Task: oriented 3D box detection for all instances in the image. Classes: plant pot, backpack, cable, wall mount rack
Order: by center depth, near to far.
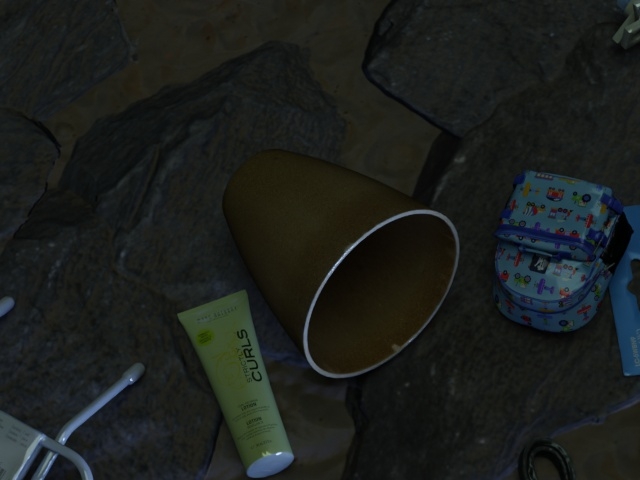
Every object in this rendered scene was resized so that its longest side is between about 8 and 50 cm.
[{"bbox_3d":[0.284,0.360,1.620,0.140,0.072,0.287,7,64,1],"label":"cable"},{"bbox_3d":[-0.388,0.217,1.712,0.350,0.130,0.304,25,72,15],"label":"wall mount rack"},{"bbox_3d":[0.000,0.000,1.752,0.237,0.237,0.254,-38,52,-14],"label":"plant pot"},{"bbox_3d":[0.284,0.018,1.758,0.158,0.117,0.173,18,73,27],"label":"backpack"}]

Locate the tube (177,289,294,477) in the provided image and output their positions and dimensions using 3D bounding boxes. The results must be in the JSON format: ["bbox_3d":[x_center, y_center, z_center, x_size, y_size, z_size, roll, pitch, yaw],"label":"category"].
[{"bbox_3d":[-0.100,0.173,1.748,0.070,0.062,0.240,6,49,-39],"label":"tube"}]

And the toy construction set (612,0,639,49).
[{"bbox_3d":[0.411,-0.421,1.952,0.215,0.151,0.327,-20,70,-33],"label":"toy construction set"}]

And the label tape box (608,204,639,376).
[{"bbox_3d":[0.526,0.027,1.749,0.334,0.106,0.240,-5,63,1],"label":"label tape box"}]
